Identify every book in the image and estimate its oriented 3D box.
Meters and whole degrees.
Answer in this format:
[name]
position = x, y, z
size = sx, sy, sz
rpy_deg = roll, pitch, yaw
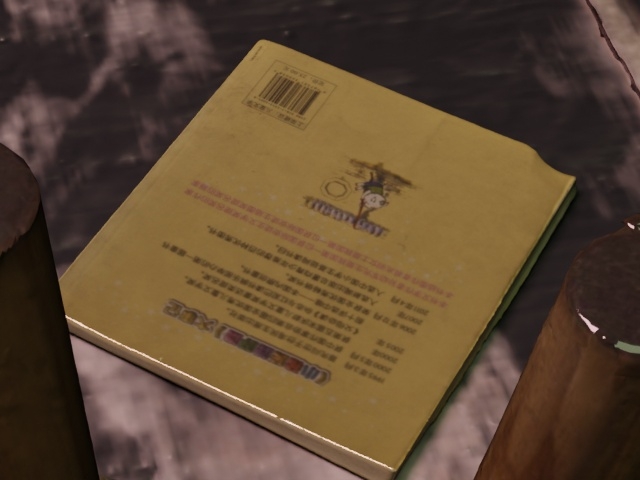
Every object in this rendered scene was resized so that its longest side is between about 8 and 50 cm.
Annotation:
[book]
position = 0.000, 0.000, 0.858
size = 0.168, 0.013, 0.192
rpy_deg = 25, 51, 15

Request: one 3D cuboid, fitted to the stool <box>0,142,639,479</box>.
[stool]
position = -0.025, 0.156, 0.580
size = 0.310, 0.226, 0.310
rpy_deg = 7, 48, 2
